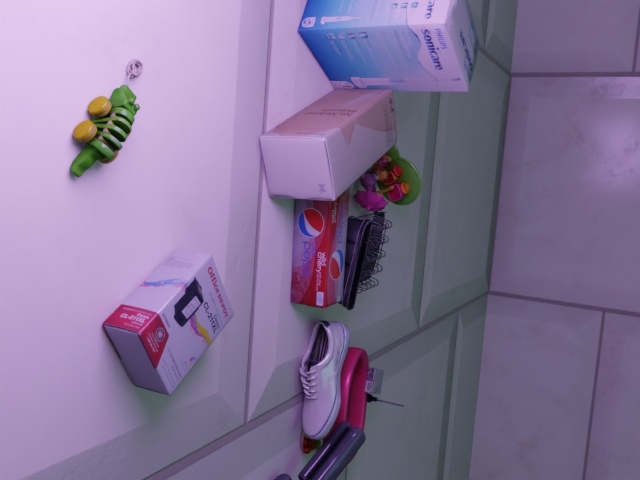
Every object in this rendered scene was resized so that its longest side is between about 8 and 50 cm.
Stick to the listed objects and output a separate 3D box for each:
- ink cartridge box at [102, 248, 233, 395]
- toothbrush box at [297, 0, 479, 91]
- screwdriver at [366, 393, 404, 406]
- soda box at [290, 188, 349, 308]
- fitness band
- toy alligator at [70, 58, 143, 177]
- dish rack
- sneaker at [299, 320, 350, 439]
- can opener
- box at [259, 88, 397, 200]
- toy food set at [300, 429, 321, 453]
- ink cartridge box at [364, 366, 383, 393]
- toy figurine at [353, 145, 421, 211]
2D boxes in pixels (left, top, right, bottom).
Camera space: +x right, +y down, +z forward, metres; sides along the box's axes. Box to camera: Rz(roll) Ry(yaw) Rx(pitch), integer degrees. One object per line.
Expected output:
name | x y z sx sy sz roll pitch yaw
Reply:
ink cartridge box | -0.215 0.114 0.930 0.175 0.072 0.127 -54 140 -43
toothbrush box | 0.139 -0.399 1.245 0.216 0.296 0.126 42 60 -57
screwdriver | 0.154 0.408 1.621 0.025 0.170 0.024 -2 89 -44
soda box | 0.000 0.000 1.306 0.092 0.083 0.263 -12 108 -61
fitness band | 0.068 0.405 1.550 0.209 0.054 0.290 -5 101 -69
toy alligator | -0.255 -0.159 0.806 0.056 0.051 0.189 57 47 -52
dish rack | 0.107 0.033 1.502 0.271 0.074 0.208 -15 121 -62
sneaker | -0.008 0.297 1.380 0.091 0.094 0.258 24 70 -43
can opener | -0.019 0.488 1.342 0.283 0.076 0.095 -45 124 -29
box | 0.026 -0.195 1.243 0.311 0.148 0.121 -46 135 -51
toy food set | -0.019 0.444 1.447 0.082 0.020 0.083 0 96 -63
ink cartridge box | 0.132 0.354 1.606 0.115 0.029 0.062 40 57 -67
toy figurine | 0.142 -0.141 1.539 0.159 0.130 0.173 -32 103 -45
